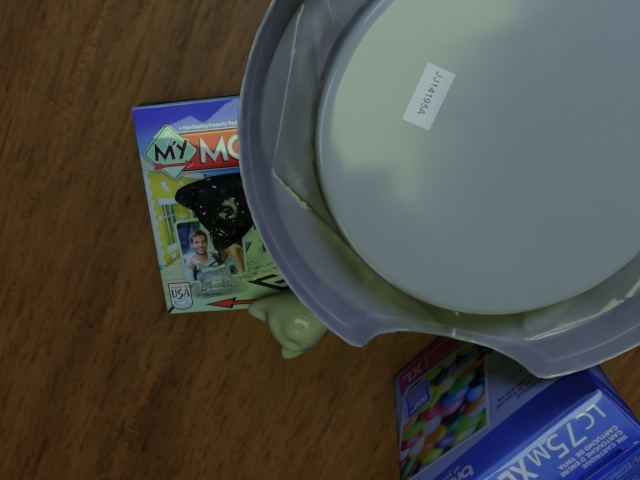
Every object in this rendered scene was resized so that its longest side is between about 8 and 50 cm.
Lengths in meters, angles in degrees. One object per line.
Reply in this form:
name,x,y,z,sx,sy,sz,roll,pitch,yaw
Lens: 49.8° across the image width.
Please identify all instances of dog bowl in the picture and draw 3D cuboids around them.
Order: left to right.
dog bowl,0.122,-0.075,0.482,0.349,0.102,0.348,0,109,0

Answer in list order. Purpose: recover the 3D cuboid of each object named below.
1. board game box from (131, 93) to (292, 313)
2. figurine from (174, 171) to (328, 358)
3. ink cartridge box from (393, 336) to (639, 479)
board game box,-0.010,-0.043,0.681,0.317,0.046,0.213,-5,107,6
figurine,0.000,0.000,0.632,0.210,0.092,0.214,-24,105,19
ink cartridge box,0.150,0.150,0.588,0.065,0.311,0.186,44,104,-11
